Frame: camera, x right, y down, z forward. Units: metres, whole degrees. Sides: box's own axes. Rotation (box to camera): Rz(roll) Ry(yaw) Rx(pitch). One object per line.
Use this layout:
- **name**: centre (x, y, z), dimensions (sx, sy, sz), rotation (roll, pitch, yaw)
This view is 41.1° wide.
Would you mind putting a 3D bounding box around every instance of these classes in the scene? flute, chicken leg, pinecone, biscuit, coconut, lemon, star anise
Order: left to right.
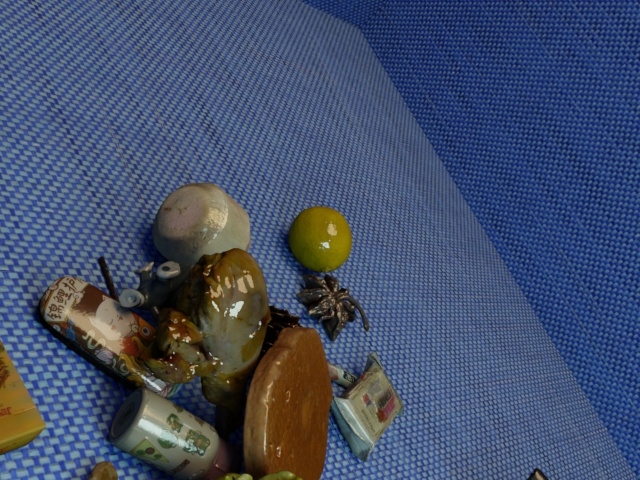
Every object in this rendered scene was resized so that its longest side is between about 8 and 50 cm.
- **flute**: centre (-0.417, 0.144, 1.769), dimensions (0.014, 0.014, 0.270), rotation (9, 48, -51)
- **chicken leg**: centre (-0.226, 0.225, 1.641), dimensions (0.182, 0.410, 0.295), rotation (20, 29, 36)
- **coconut**: centre (-0.265, -0.011, 1.979), dimensions (0.234, 0.224, 0.224), rotation (61, 9, -53)
- **pinecone**: centre (-0.123, 0.238, 1.944), dimensions (0.163, 0.163, 0.165), rotation (40, 42, -18)
- **biscuit**: centre (-0.061, 0.359, 1.761), dimensions (0.455, 0.078, 0.350), rotation (-17, 108, -73)
- **lemon**: centre (0.000, 0.000, 2.384), dimensions (0.178, 0.178, 0.203), rotation (21, 51, -43)
- **star anise**: centre (0.039, 0.175, 2.314), dimensions (0.231, 0.089, 0.209), rotation (7, 56, -37)
- **biscuit**: centre (0.118, 0.411, 2.132), dimensions (0.186, 0.079, 0.309), rotation (64, 29, -1)

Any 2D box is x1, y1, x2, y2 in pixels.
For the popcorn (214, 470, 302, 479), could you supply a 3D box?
- **popcorn**: centre (-0.112, 0.561, 1.426), dimensions (0.312, 0.312, 0.312), rotation (35, 31, -25)

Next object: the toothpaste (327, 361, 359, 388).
- **toothpaste**: centre (0.042, 0.341, 2.173), dimensions (0.205, 0.036, 0.056), rotation (33, 38, -38)

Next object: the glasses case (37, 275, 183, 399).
- **glasses case**: centre (-0.399, 0.192, 1.654), dimensions (0.321, 0.082, 0.122), rotation (39, 41, -15)

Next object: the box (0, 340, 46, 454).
- **box**: centre (-0.584, 0.221, 1.364), dimensions (0.274, 0.076, 0.174), rotation (57, 30, 13)

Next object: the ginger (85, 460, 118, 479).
- **ginger**: centre (-0.325, 0.509, 1.390), dimensions (0.147, 0.081, 0.334), rotation (0, 52, -36)

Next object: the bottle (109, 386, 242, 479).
- **bottle**: centre (-0.260, 0.382, 1.592), dimensions (0.253, 0.120, 0.120), rotation (37, 30, -23)

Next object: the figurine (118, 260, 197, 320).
- **figurine**: centre (-0.295, 0.104, 1.748), dimensions (0.140, 0.193, 0.265), rotation (67, 17, -9)

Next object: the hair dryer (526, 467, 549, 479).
- **hair dryer**: centre (0.641, 0.689, 2.103), dimensions (0.304, 0.120, 0.359), rotation (51, 15, 24)
